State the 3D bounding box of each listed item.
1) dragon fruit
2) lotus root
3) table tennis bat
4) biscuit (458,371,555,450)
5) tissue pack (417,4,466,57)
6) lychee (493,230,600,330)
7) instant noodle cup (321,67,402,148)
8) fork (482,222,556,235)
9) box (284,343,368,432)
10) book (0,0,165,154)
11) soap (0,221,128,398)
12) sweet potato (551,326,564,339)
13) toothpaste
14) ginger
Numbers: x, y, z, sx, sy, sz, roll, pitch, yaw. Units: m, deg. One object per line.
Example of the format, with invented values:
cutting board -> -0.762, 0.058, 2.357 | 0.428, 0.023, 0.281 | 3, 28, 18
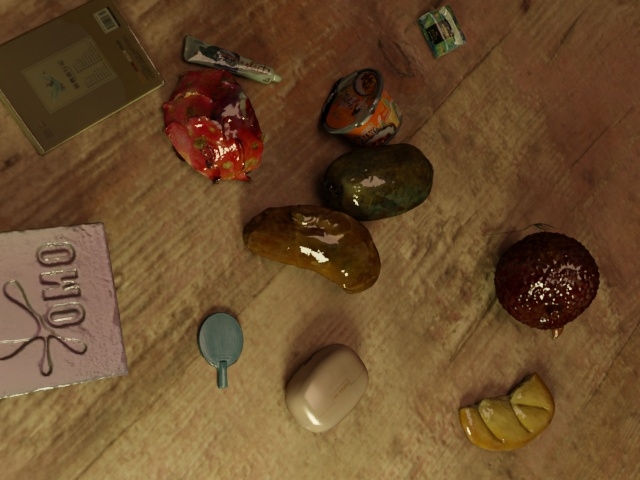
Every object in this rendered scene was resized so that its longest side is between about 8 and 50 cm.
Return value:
dragon fruit -> -0.223, -0.231, 1.760 | 0.161, 0.126, 0.274 | -31, 96, -33
lotus root -> 0.141, -0.132, 1.935 | 0.274, 0.152, 0.160 | -17, 133, -32
table tennis bat -> -0.202, 0.224, 1.745 | 0.100, 0.019, 0.155 | 2, 78, -31
biscuit -> 0.466, 0.435, 2.093 | 0.299, 0.045, 0.154 | -17, 91, -32
tissue pack -> 0.318, -0.538, 2.178 | 0.085, 0.079, 0.111 | -30, 96, -33
lychee -> 0.553, 0.093, 2.100 | 0.260, 0.260, 0.261 | 7, 77, -30
instant noodle cup -> 0.106, -0.287, 1.960 | 0.125, 0.177, 0.208 | 39, 31, -35
fork -> 0.518, -0.031, 2.226 | 0.235, 0.039, 0.021 | -4, 78, -29
box -> 0.015, 0.313, 1.816 | 0.200, 0.088, 0.146 | -43, 104, -29
book -> -0.485, -0.334, 1.685 | 0.310, 0.021, 0.217 | -39, 101, -31
soap -> -0.512, 0.126, 1.528 | 0.285, 0.107, 0.296 | -9, 84, -30
sweet potato -> 0.622, 0.214, 2.237 | 0.034, 0.034, 0.095 | 14, 76, -28
toothpaste -> -0.189, -0.386, 1.865 | 0.233, 0.038, 0.060 | 14, 71, -26
ginger -> 0.000, 0.000, 1.831 | 0.321, 0.172, 0.165 | 25, 29, -22
